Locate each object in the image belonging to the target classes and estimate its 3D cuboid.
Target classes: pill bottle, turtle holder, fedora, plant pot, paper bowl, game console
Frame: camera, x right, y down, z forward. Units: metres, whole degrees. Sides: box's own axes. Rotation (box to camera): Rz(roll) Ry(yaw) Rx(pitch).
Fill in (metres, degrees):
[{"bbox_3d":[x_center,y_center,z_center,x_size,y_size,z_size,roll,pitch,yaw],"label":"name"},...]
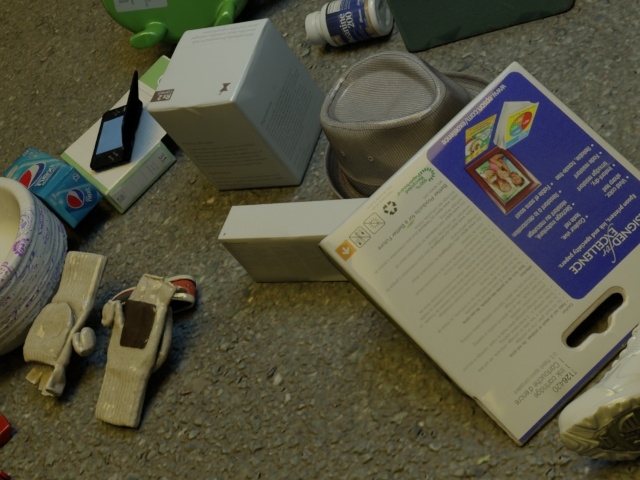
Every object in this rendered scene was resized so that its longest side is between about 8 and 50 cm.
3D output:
[{"bbox_3d":[0.041,-0.324,1.671,0.120,0.067,0.067,-8,51,30],"label":"pill bottle"},{"bbox_3d":[-0.207,-0.472,1.847,0.320,0.243,0.227,-33,25,20],"label":"turtle holder"},{"bbox_3d":[0.104,-0.153,1.438,0.275,0.124,0.243,23,70,44],"label":"fedora"},{"bbox_3d":[0.188,-0.454,1.544,0.247,0.252,0.247,-12,49,28],"label":"plant pot"},{"bbox_3d":[-0.494,0.058,1.656,0.284,0.148,0.284,-19,45,21],"label":"paper bowl"},{"bbox_3d":[-0.312,-0.181,1.711,0.107,0.071,0.122,-14,48,24],"label":"game console"}]

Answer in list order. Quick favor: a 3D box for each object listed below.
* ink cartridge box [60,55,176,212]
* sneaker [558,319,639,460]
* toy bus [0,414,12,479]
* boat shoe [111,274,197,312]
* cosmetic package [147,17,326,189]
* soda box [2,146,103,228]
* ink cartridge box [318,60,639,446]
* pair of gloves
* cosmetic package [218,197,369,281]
[{"bbox_3d":[-0.278,-0.170,1.770,0.235,0.056,0.171,-45,43,-9],"label":"ink cartridge box"},{"bbox_3d":[0.324,0.124,1.091,0.232,0.090,0.115,-28,36,-1],"label":"sneaker"},{"bbox_3d":[-0.491,0.310,1.471,0.202,0.104,0.191,-25,44,15],"label":"toy bus"},{"bbox_3d":[-0.228,0.087,1.524,0.137,0.049,0.043,-18,48,15],"label":"boat shoe"},{"bbox_3d":[-0.109,-0.184,1.569,0.151,0.183,0.151,-1,54,33],"label":"cosmetic package"},{"bbox_3d":[-0.417,-0.085,1.755,0.067,0.071,0.210,-49,32,-13],"label":"soda box"},{"bbox_3d":[0.211,0.011,1.230,0.303,0.072,0.307,-43,76,-5],"label":"ink cartridge box"},{"bbox_3d":[-0.297,0.123,1.496,0.240,0.042,0.204,16,81,37],"label":"pair of gloves"},{"bbox_3d":[0.000,0.000,1.400,0.239,0.099,0.060,-2,54,33],"label":"cosmetic package"}]
